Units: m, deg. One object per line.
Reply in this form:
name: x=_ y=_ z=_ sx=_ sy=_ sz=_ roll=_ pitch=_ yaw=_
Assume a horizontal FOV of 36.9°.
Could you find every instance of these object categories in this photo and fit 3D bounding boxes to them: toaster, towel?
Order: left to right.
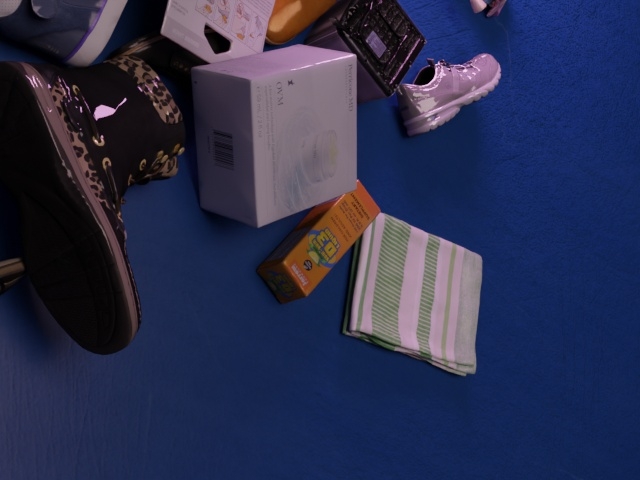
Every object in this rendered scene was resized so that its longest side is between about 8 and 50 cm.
toaster: x=0.077 y=-0.356 z=1.698 sx=0.185 sy=0.110 sz=0.168 roll=48 pitch=54 yaw=-24
towel: x=0.179 y=0.095 z=1.747 sx=0.325 sy=0.038 sz=0.247 roll=22 pitch=67 yaw=-36

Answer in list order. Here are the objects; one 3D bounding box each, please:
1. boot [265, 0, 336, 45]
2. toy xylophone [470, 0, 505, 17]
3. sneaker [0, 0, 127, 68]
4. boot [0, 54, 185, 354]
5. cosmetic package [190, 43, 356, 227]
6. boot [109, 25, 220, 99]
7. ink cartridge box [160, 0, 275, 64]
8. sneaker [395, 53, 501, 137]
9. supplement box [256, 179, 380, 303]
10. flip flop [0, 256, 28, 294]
boot: x=0.025 y=-0.455 z=1.605 sx=0.104 sy=0.211 sz=0.295 roll=50 pitch=54 yaw=-21
toy xylophone: x=0.297 y=-0.599 z=1.959 sx=0.322 sy=0.081 sz=0.236 roll=55 pitch=52 yaw=-19
sneaker: x=-0.366 y=-0.419 z=1.307 sx=0.236 sy=0.130 sz=0.322 roll=31 pitch=68 yaw=-38
boot: x=-0.276 y=-0.068 z=1.264 sx=0.377 sy=0.138 sz=0.284 roll=67 pitch=27 yaw=-8
cosmetic package: x=-0.063 y=-0.166 z=1.470 sx=0.225 sy=0.138 sz=0.224 roll=-24 pitch=122 yaw=-42
boot: x=-0.212 y=-0.254 z=1.453 sx=0.198 sy=0.077 sz=0.137 roll=-28 pitch=105 yaw=-40
ink cartridge box: x=-0.157 y=-0.394 z=1.447 sx=0.296 sy=0.066 sz=0.261 roll=19 pitch=85 yaw=-67
sneaker: x=0.249 y=-0.308 z=1.843 sx=0.281 sy=0.105 sz=0.115 roll=-39 pitch=107 yaw=-38
supplement box: x=0.000 y=0.000 z=1.582 sx=0.078 sy=0.080 sz=0.233 roll=53 pitch=55 yaw=-17
flip flop: x=-0.478 y=0.040 z=1.147 sx=0.277 sy=0.112 sz=0.080 roll=-7 pitch=72 yaw=-37
